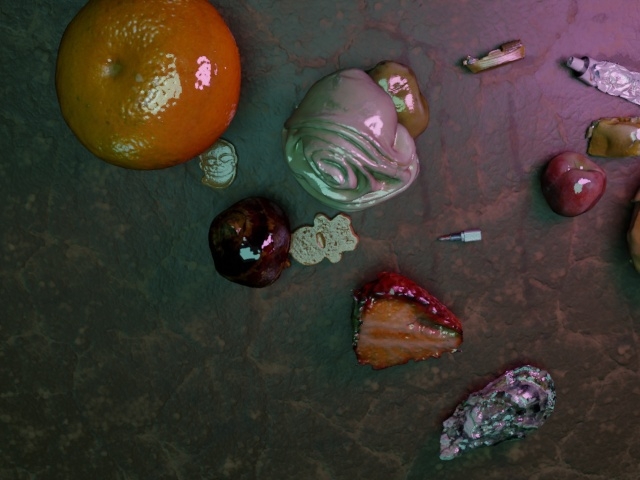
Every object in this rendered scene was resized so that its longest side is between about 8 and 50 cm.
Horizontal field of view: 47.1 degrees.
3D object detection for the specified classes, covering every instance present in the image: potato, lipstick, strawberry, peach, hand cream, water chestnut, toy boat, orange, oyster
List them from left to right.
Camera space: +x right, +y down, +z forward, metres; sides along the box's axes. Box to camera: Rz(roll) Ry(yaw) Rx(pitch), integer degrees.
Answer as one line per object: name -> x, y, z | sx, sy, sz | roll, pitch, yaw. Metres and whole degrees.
orange -> -0.374, -0.362, 1.643 | 0.424, 0.326, 0.424 | 0, 90, 17
water chestnut -> -0.162, 0.011, 1.794 | 0.238, 0.223, 0.224 | 17, 108, -41
potato -> 0.162, -0.317, 1.709 | 0.137, 0.154, 0.200 | -42, 113, -29
strawberry -> 0.202, 0.176, 1.835 | 0.280, 0.150, 0.253 | -11, 123, 4
lipstick -> 0.348, -0.009, 1.838 | 0.107, 0.025, 0.025 | -6, 103, 12
toy boat -> 0.406, -0.429, 1.720 | 0.149, 0.047, 0.049 | -17, 89, 5
oyster -> 0.449, 0.457, 1.892 | 0.351, 0.158, 0.162 | -33, 65, -2
peach -> 0.593, -0.123, 1.740 | 0.152, 0.152, 0.152 | 1, 104, 3
hand cream -> 0.692, -0.375, 1.715 | 0.257, 0.050, 0.084 | 16, 106, -7

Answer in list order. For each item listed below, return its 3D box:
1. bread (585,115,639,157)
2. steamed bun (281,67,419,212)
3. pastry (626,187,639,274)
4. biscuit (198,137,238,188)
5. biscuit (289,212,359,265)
bread -> 0.713, -0.237, 1.718 | 0.156, 0.110, 0.103 | -10, 108, 7
steamed bun -> 0.035, -0.198, 1.650 | 0.324, 0.219, 0.310 | -19, 108, 51
pastry -> 0.921, -0.025, 1.684 | 0.409, 0.245, 0.410 | 1, 102, 5
biscuit -> -0.256, -0.193, 1.832 | 0.102, 0.019, 0.130 | 1, 103, 2
biscuit -> 0.005, 0.003, 1.860 | 0.184, 0.027, 0.133 | -33, 99, 12
